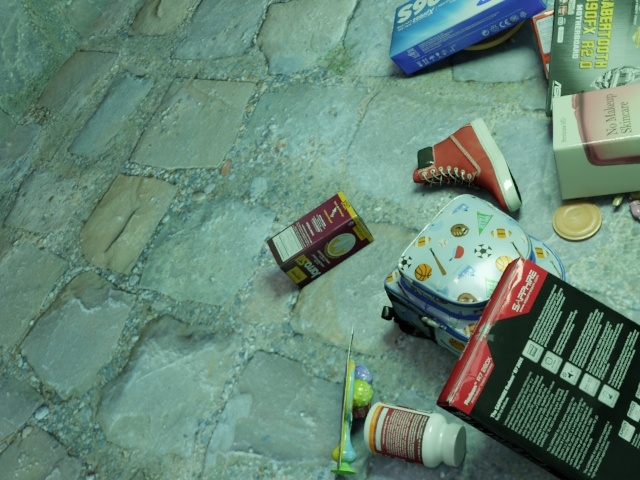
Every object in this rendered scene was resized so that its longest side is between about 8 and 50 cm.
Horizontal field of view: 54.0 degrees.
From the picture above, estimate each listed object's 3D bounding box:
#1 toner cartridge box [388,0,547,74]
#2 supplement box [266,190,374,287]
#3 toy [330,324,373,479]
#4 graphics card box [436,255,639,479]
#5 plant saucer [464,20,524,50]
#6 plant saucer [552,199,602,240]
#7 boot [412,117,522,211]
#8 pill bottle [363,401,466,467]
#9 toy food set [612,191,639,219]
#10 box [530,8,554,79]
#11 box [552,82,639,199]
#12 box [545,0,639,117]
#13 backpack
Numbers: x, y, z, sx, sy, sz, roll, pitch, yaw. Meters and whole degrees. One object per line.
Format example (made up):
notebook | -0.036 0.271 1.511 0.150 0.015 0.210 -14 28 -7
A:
toner cartridge box | 0.316 -0.509 1.379 0.347 0.075 0.165 -17 53 40
supplement box | 0.000 0.000 1.291 0.188 0.104 0.081 -34 51 6
toy | 0.061 0.281 1.080 0.056 0.137 0.238 10 61 3
graphics card box | 0.372 0.216 0.851 0.370 0.094 0.233 30 75 5
plant saucer | 0.379 -0.511 1.450 0.199 0.037 0.200 -13 56 21
plant saucer | 0.460 -0.038 1.126 0.083 0.013 0.084 -13 56 20
boot | 0.279 -0.119 1.231 0.176 0.088 0.244 -26 44 12
pill bottle | 0.154 0.318 1.021 0.151 0.086 0.086 4 63 31
toy food set | 0.574 -0.065 1.077 0.122 0.019 0.078 19 71 36
box | 0.549 -0.413 1.211 0.256 0.128 0.122 -15 13 20
box | 0.529 -0.177 1.088 0.232 0.127 0.149 -6 46 25
box | 0.514 -0.342 1.145 0.182 0.231 0.056 4 19 16
backpack | 0.269 0.071 1.048 0.263 0.213 0.276 36 78 28
